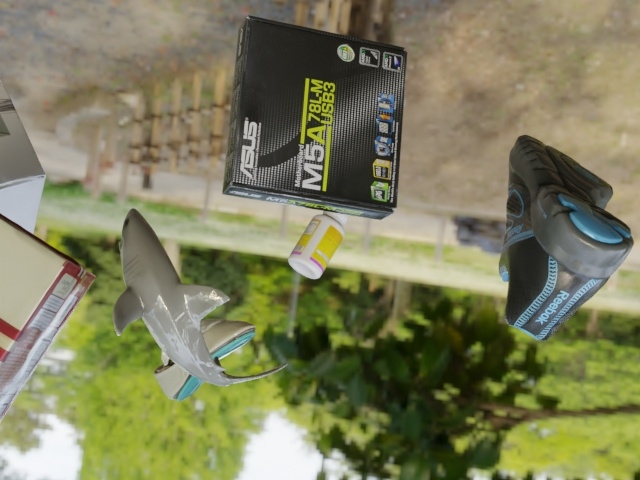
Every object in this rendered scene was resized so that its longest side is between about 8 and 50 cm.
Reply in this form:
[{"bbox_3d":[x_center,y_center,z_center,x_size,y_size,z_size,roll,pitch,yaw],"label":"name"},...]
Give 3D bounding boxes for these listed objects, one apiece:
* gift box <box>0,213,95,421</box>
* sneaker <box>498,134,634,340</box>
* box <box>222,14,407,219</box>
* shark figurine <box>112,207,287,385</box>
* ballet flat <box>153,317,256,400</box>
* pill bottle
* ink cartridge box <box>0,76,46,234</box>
[{"bbox_3d":[-0.395,0.036,1.235,0.258,0.276,0.255,32,169,0],"label":"gift box"},{"bbox_3d":[0.233,-0.014,1.289,0.125,0.140,0.341,29,-160,-1],"label":"sneaker"},{"bbox_3d":[-0.004,-0.129,1.289,0.184,0.191,0.045,10,166,-19],"label":"box"},{"bbox_3d":[-0.143,0.098,1.438,0.116,0.278,0.166,-24,-154,19],"label":"shark figurine"},{"bbox_3d":[-0.192,0.174,1.935,0.086,0.086,0.248,9,143,-35],"label":"ballet flat"},{"bbox_3d":[0.000,0.000,1.404,0.043,0.083,0.043,28,160,11],"label":"pill bottle"},{"bbox_3d":[-0.471,-0.124,1.594,0.114,0.273,0.198,-17,156,-28],"label":"ink cartridge box"}]
